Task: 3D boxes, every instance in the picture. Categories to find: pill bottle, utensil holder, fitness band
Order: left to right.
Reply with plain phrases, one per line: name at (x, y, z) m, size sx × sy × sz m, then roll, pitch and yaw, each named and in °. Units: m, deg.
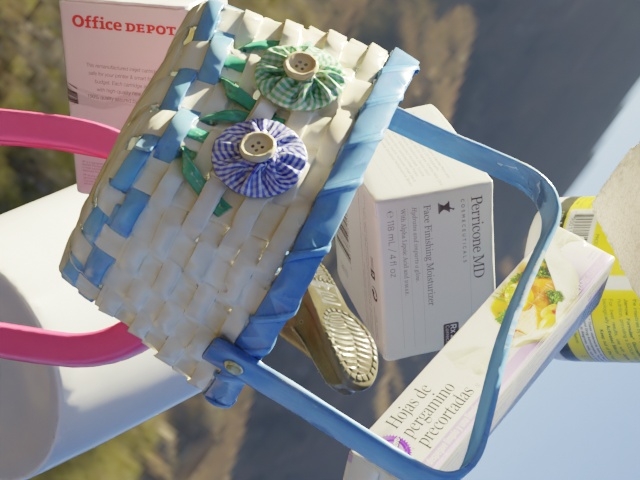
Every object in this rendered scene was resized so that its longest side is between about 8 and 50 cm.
fitness band at (-0.241, -0.002, 1.464) m, size 0.054 × 0.291 × 0.209 m, roll 41°, pitch 57°, yaw -79°
utensil holder at (-0.295, 0.092, 2.188) m, size 0.385 × 0.327 × 0.327 m, roll -26°, pitch 159°, yaw -49°
pill bottle at (0.406, 0.043, 1.894) m, size 0.188 × 0.334 × 0.188 m, roll 0°, pitch 90°, yaw -62°

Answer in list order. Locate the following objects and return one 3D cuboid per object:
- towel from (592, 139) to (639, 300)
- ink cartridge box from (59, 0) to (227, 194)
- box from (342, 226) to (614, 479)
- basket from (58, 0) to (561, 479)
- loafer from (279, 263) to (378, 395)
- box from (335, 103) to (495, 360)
towel at (0.344, -0.032, 1.625) m, size 0.187 × 0.049 × 0.282 m, roll -57°, pitch -156°, yaw 22°
ink cartridge box at (-0.157, -0.136, 1.607) m, size 0.082 × 0.140 × 0.190 m, roll -38°, pitch 131°, yaw -58°
box at (0.132, 0.105, 1.397) m, size 0.324 × 0.063 × 0.067 m, roll -44°, pitch 154°, yaw -38°
basket at (0.000, 0.000, 1.111) m, size 0.201 × 0.289 × 0.254 m, roll -50°, pitch -166°, yaw 51°
loafer at (0.000, 0.072, 1.386) m, size 0.050 × 0.056 × 0.148 m, roll -53°, pitch -140°, yaw 26°
box at (0.088, -0.010, 1.707) m, size 0.182 × 0.119 × 0.181 m, roll -119°, pitch -159°, yaw -58°
